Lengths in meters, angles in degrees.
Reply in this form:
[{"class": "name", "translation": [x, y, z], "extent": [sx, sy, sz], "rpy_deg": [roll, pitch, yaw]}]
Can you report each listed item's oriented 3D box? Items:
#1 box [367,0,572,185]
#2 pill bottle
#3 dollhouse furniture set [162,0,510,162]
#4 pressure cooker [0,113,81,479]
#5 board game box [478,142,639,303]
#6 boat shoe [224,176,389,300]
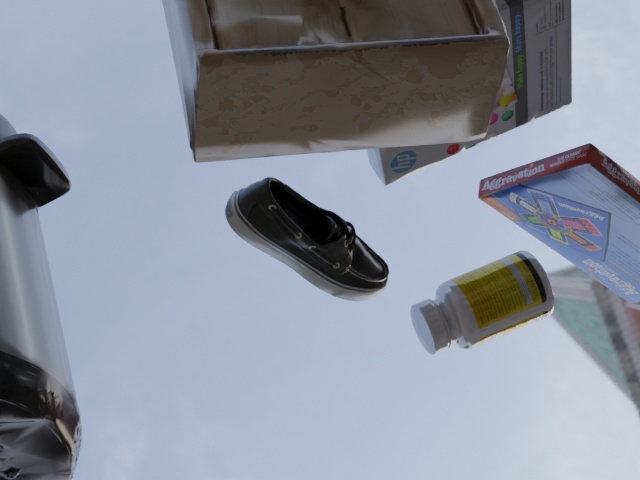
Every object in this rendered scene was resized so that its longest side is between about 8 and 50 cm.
[{"class": "box", "translation": [0.122, -0.139, 1.105], "extent": [0.186, 0.038, 0.145], "rpy_deg": [-23, -39, -8]}, {"class": "pill bottle", "translation": [0.141, 0.058, 1.160], "extent": [0.116, 0.065, 0.065], "rpy_deg": [-21, -78, -14]}, {"class": "dollhouse furniture set", "translation": [0.008, -0.267, 0.599], "extent": [0.362, 0.256, 0.394], "rpy_deg": [-6, -40, -12]}, {"class": "pressure cooker", "translation": [-0.432, 0.066, 1.213], "extent": [0.370, 0.420, 0.375], "rpy_deg": [4, -42, -29]}, {"class": "board game box", "translation": [0.315, -0.011, 1.424], "extent": [0.281, 0.145, 0.027], "rpy_deg": [31, -125, -35]}, {"class": "boat shoe", "translation": [0.000, 0.000, 0.895], "extent": [0.142, 0.040, 0.049], "rpy_deg": [27, -136, -35]}]
